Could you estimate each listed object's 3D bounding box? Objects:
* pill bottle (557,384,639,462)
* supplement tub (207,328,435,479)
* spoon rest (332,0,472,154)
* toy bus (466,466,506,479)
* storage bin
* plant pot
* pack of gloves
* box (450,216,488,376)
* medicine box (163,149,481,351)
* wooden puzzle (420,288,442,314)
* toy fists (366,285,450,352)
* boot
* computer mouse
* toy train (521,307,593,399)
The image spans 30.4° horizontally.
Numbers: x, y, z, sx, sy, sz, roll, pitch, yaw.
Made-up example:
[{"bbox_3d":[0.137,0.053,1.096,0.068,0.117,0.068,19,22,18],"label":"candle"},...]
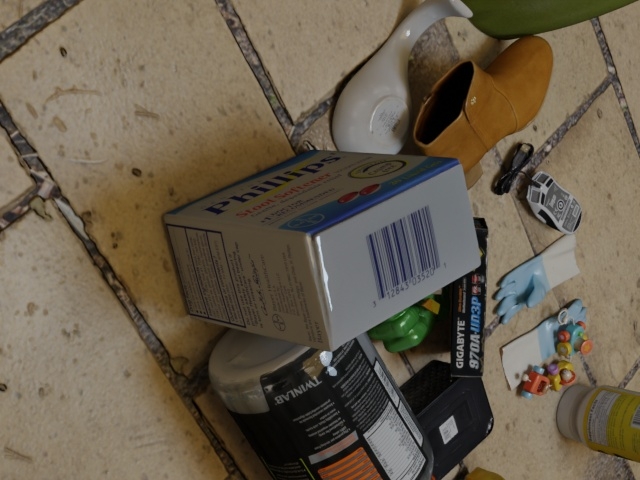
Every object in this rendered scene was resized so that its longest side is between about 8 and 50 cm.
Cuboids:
[{"bbox_3d":[0.520,0.314,2.025,0.119,0.208,0.119,-6,99,-41],"label":"pill bottle"},{"bbox_3d":[0.016,0.247,1.554,0.207,0.207,0.338,-43,116,-29],"label":"supplement tub"},{"bbox_3d":[0.111,-0.230,1.692,0.137,0.084,0.276,35,86,-37],"label":"spoon rest"},{"bbox_3d":[0.243,0.504,1.868,0.211,0.149,0.220,-27,111,-19],"label":"toy bus"},{"bbox_3d":[0.170,0.278,1.795,0.180,0.084,0.122,-35,118,-34],"label":"storage bin"},{"bbox_3d":[0.388,-0.442,1.751,0.275,0.293,0.275,-6,99,-41],"label":"plant pot"},{"bbox_3d":[0.387,0.120,1.992,0.232,0.046,0.195,-29,113,-35],"label":"pack of gloves"},{"bbox_3d":[0.223,0.080,1.770,0.175,0.051,0.220,-48,140,-80],"label":"box"},{"bbox_3d":[0.000,0.000,1.469,0.263,0.289,0.149,-27,113,-36],"label":"medicine box"},{"bbox_3d":[0.157,0.044,1.680,0.078,0.014,0.116,16,83,-56],"label":"wooden puzzle"},{"bbox_3d":[0.110,0.025,1.701,0.142,0.096,0.279,-22,111,-37],"label":"toy fists"},{"bbox_3d":[0.244,-0.219,1.727,0.295,0.104,0.211,-58,155,-9],"label":"boot"},{"bbox_3d":[0.363,-0.073,1.949,0.193,0.042,0.106,40,65,-31],"label":"computer mouse"},{"bbox_3d":[0.408,0.205,2.001,0.125,0.046,0.166,32,85,-49],"label":"toy train"}]
